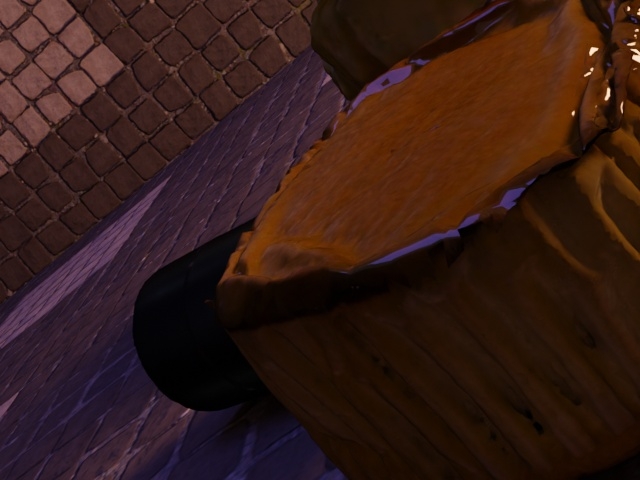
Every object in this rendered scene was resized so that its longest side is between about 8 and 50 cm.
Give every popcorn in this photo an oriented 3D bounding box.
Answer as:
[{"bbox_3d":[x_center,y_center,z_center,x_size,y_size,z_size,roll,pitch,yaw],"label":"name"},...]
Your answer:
[{"bbox_3d":[0.124,-0.255,1.031,0.293,0.293,0.334,-4,53,4],"label":"popcorn"}]

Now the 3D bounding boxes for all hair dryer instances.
[{"bbox_3d":[0.036,-0.014,0.774,0.244,0.116,0.302,-25,14,45],"label":"hair dryer"}]

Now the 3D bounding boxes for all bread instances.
[{"bbox_3d":[0.079,-0.006,0.494,0.227,0.142,0.253,-27,19,42],"label":"bread"}]
